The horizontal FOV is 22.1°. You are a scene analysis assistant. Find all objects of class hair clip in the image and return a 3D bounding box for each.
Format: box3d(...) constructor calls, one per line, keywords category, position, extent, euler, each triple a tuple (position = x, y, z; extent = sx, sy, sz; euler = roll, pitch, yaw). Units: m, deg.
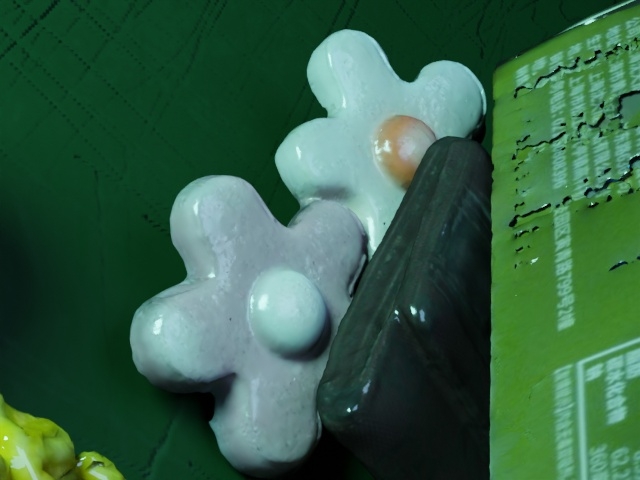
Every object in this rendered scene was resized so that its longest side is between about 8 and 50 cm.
box3d(category="hair clip", position=(0.005, -0.001, 0.783), extent=(0.146, 0.075, 0.257), euler=(57, 42, -19))

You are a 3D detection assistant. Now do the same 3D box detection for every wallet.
box3d(category="wallet", position=(0.095, 0.084, 0.779), extent=(0.229, 0.049, 0.182), euler=(52, 45, -29))

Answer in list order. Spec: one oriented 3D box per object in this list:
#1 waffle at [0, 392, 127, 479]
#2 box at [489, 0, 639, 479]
box3d(category="waffle", position=(-0.118, 0.172, 0.537), extent=(0.291, 0.051, 0.291), euler=(29, 50, -41))
box3d(category="box", position=(0.221, 0.139, 0.738), extent=(0.373, 0.138, 0.420), euler=(50, 30, -30))
